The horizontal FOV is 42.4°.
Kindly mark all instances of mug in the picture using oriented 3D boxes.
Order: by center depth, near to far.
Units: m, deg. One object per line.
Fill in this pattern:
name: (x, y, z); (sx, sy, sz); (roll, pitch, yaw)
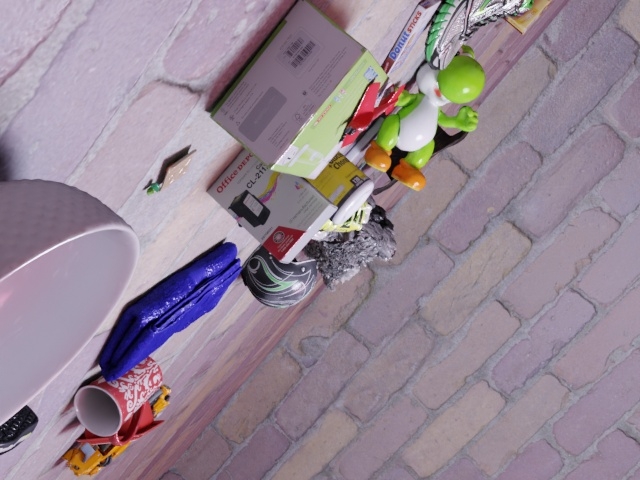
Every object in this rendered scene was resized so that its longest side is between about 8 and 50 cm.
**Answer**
mug: (-0.412, 0.324, 1.701); (0.169, 0.113, 0.150); (-42, 152, -61)

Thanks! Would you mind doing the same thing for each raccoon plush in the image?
raccoon plush: (0.000, 0.000, 2.331); (0.299, 0.216, 0.446); (-37, 148, 30)

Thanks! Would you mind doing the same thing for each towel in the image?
towel: (-0.287, 0.145, 1.634); (0.308, 0.076, 0.228); (-38, 166, -50)

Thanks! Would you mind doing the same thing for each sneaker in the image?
sneaker: (-0.506, 0.306, 1.249); (0.097, 0.084, 0.235); (-46, 172, -1)
sneaker: (0.333, -0.474, 1.639); (0.343, 0.146, 0.134); (-50, 179, 22)
sneaker: (0.027, -0.084, 1.799); (0.384, 0.147, 0.145); (-34, 140, -76)

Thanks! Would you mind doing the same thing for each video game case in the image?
video game case: (0.097, -0.214, 2.103); (0.201, 0.023, 0.183); (-49, 171, -1)

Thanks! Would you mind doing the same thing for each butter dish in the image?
butter dish: (-0.442, 0.374, 1.811); (0.159, 0.118, 0.160); (-8, 178, 9)

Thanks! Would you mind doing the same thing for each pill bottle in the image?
pill bottle: (-0.003, -0.122, 1.467); (0.103, 0.184, 0.103); (-46, 172, -9)

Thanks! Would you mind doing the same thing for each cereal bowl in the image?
cereal bowl: (-0.343, 0.067, 0.784); (0.339, 0.141, 0.339); (-47, 172, -9)

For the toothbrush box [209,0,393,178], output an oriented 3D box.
toothbrush box: (-0.016, -0.209, 1.219); (0.206, 0.122, 0.283); (-50, 171, 9)

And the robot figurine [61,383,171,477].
robot figurine: (-0.486, 0.453, 2.018); (0.291, 0.085, 0.211); (-45, 172, -13)

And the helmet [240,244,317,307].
helmet: (-0.095, 0.086, 2.030); (0.169, 0.161, 0.169); (-46, 172, -9)

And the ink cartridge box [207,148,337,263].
ink cartridge box: (-0.081, -0.066, 1.370); (0.127, 0.175, 0.072); (-49, 169, 5)

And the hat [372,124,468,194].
hat: (0.250, -0.261, 2.252); (0.331, 0.134, 0.331); (-34, 178, -1)

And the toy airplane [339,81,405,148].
toy airplane: (0.079, -0.195, 1.264); (0.151, 0.028, 0.151); (-48, 171, -11)

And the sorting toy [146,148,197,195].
sorting toy: (-0.210, -0.093, 1.152); (0.083, 0.012, 0.062); (-45, 176, -42)

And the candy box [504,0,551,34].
candy box: (0.541, -0.634, 2.109); (0.187, 0.109, 0.053); (-47, 171, 3)

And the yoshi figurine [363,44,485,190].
yoshi figurine: (0.262, -0.303, 1.942); (0.362, 0.203, 0.203); (-60, 155, 8)

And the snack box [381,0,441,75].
snack box: (0.176, -0.402, 1.636); (0.064, 0.022, 0.178); (-41, 169, -42)

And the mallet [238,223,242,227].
mallet: (-0.110, -0.061, 1.738); (0.062, 0.039, 0.189); (-52, 167, 21)
